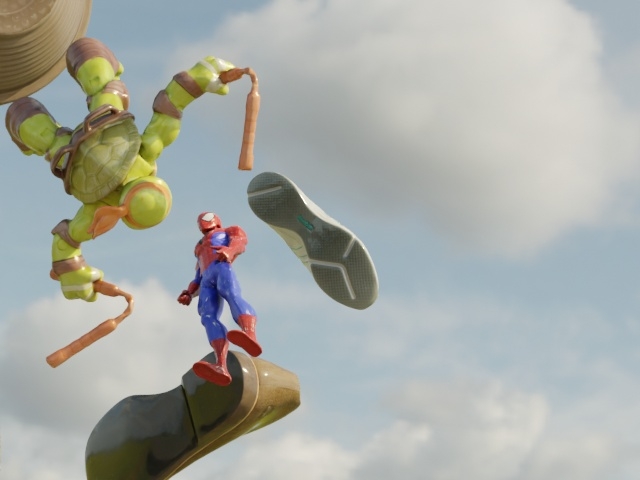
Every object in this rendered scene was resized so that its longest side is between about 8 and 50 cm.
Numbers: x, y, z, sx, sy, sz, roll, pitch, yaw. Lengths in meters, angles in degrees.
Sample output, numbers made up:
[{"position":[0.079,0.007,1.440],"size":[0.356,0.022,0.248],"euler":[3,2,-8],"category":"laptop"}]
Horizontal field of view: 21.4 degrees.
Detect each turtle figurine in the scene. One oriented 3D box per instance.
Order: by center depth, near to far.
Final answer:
[{"position":[-0.170,-0.055,1.289],"size":[0.087,0.269,0.217],"euler":[24,15,-40],"category":"turtle figurine"}]

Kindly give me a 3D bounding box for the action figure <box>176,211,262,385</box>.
[{"position":[-0.049,0.020,0.811],"size":[0.030,0.115,0.038],"euler":[32,-66,-23],"category":"action figure"}]

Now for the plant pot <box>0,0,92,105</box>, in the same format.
[{"position":[-0.316,-0.244,1.587],"size":[0.237,0.237,0.110],"euler":[16,-7,-26],"category":"plant pot"}]

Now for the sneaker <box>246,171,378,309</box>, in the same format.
[{"position":[0.000,0.000,1.493],"size":[0.152,0.054,0.061],"euler":[48,3,15],"category":"sneaker"}]

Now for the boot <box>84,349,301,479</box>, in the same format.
[{"position":[-0.143,0.212,1.871],"size":[0.115,0.112,0.305],"euler":[10,-31,-45],"category":"boot"}]
